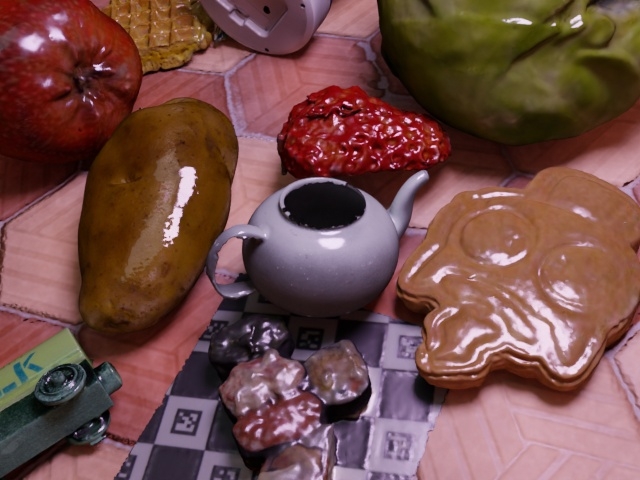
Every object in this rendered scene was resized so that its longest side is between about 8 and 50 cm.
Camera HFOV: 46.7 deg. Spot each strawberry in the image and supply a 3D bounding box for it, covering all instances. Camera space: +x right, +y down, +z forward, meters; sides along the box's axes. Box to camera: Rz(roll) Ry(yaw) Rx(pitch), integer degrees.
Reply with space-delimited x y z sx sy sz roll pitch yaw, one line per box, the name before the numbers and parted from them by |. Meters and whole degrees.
strawberry | 0.056 -0.156 1.003 0.236 0.111 0.190 -1 19 13

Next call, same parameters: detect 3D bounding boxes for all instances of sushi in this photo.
sushi | -0.041 0.182 0.830 0.320 0.069 0.339 17 57 22

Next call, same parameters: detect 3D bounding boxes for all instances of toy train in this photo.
toy train | -0.362 0.202 0.863 0.253 0.105 0.157 -34 41 -17

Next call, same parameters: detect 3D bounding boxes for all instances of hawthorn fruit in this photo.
hawthorn fruit | -0.433 -0.243 1.121 0.299 0.275 0.275 -6 51 18

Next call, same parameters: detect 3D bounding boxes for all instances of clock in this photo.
clock | -0.098 -0.412 1.202 0.230 0.230 0.083 19 61 23

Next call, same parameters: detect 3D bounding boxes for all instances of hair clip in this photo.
hair clip | -0.162 -0.414 1.337 0.049 0.049 0.173 -2 57 9

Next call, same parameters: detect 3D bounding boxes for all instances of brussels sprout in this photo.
brussels sprout | 0.254 -0.321 1.003 0.361 0.425 0.342 -42 9 4

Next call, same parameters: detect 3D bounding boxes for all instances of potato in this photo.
potato | -0.223 -0.047 0.993 0.195 0.176 0.369 15 56 -12

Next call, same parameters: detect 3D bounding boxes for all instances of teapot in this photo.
teapot | 0.000 0.000 0.907 0.294 0.130 0.193 -15 40 -23

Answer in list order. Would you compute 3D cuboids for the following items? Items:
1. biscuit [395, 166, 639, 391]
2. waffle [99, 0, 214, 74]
biscuit | 0.242 0.034 0.891 0.269 0.051 0.376 31 60 29
waffle | -0.304 -0.388 1.333 0.229 0.057 0.219 -12 51 0
